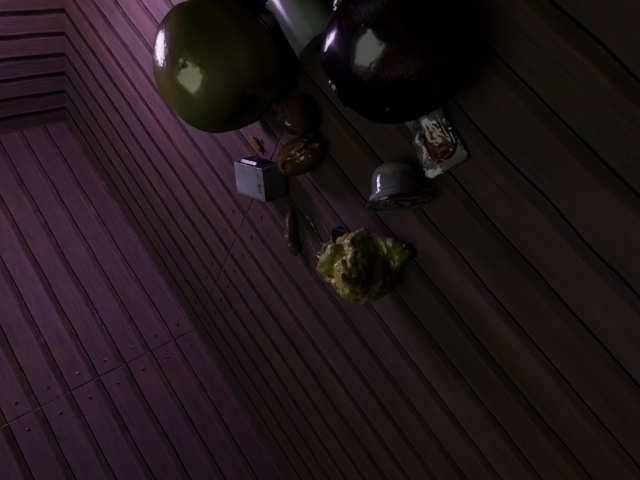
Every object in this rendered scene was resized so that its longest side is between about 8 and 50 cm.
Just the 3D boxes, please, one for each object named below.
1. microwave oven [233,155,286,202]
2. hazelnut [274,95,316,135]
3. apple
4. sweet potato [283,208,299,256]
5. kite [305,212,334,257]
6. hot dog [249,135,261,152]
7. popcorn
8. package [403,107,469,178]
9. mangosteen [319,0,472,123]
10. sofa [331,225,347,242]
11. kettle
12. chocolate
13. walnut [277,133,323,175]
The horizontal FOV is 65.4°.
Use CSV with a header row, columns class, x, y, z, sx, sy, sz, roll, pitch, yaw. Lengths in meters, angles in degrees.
class,x,y,z,sx,sy,sz,roll,pitch,yaw
microwave oven,-0.248,-0.260,2.082,0.205,0.129,0.163,22,123,42
hazelnut,-0.091,-0.443,1.780,0.154,0.143,0.143,60,145,31
apple,-0.362,-0.614,1.751,0.473,0.473,0.473,27,129,39
sweet potato,-0.128,-0.031,2.123,0.065,0.051,0.218,-5,112,8
kite,0.000,0.000,2.028,0.244,0.006,0.198,60,143,7
hot dog,-0.274,-0.411,2.120,0.083,0.021,0.037,57,153,9
popcorn,0.130,0.085,1.725,0.237,0.293,0.293,-141,41,-57
package,0.320,-0.310,1.449,0.154,0.030,0.239,-29,85,50
mangosteen,0.170,-0.494,1.266,0.421,0.381,0.381,54,143,33
sofa,0.096,-0.009,1.881,0.118,0.039,0.060,25,129,40
kettle,-0.030,-0.721,1.563,0.240,0.165,0.255,-33,78,23
chocolate,0.232,-0.173,1.533,0.221,0.221,0.147,-8,84,52
walnut,-0.076,-0.315,1.851,0.245,0.137,0.137,-24,90,42
